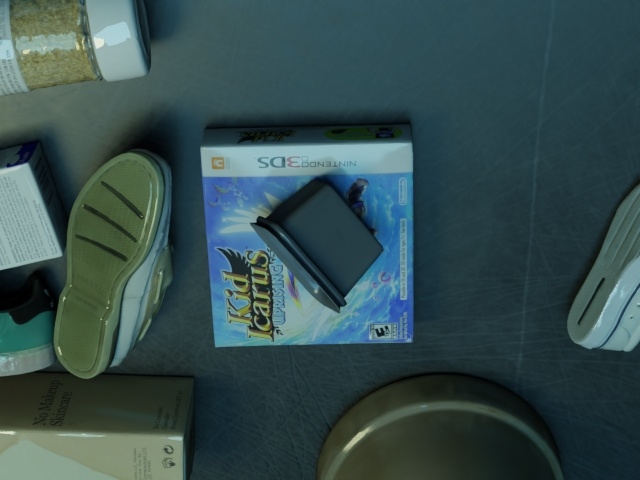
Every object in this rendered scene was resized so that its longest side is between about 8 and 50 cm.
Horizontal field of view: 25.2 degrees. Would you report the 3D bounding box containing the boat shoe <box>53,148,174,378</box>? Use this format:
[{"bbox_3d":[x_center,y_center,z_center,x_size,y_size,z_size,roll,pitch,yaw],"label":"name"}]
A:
[{"bbox_3d":[-0.231,0.018,1.683,0.113,0.103,0.302,35,121,20],"label":"boat shoe"}]

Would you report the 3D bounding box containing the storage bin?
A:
[{"bbox_3d":[0.000,0.000,1.617,0.091,0.098,0.135,-44,111,-10],"label":"storage bin"}]

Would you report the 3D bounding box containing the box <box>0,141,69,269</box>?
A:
[{"bbox_3d":[-0.379,-0.035,1.676,0.137,0.072,0.126,-12,116,6],"label":"box"}]

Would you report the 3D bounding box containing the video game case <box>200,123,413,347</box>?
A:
[{"bbox_3d":[-0.012,-0.002,1.694,0.244,0.061,0.270,-1,117,3],"label":"video game case"}]

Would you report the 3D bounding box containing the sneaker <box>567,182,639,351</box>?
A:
[{"bbox_3d":[0.387,0.022,1.695,0.091,0.094,0.258,13,122,-26],"label":"sneaker"}]

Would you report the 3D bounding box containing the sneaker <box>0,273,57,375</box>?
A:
[{"bbox_3d":[-0.464,0.105,1.701,0.302,0.108,0.121,-8,109,-26],"label":"sneaker"}]

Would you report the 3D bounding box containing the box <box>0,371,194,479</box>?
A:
[{"bbox_3d":[-0.316,0.250,1.778,0.311,0.148,0.121,1,115,-1],"label":"box"}]

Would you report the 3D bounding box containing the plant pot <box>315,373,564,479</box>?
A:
[{"bbox_3d":[0.156,0.369,1.749,0.323,0.280,0.323,0,115,-1],"label":"plant pot"}]

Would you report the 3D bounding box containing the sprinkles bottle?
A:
[{"bbox_3d":[-0.367,-0.213,1.549,0.355,0.121,0.121,-8,116,1],"label":"sprinkles bottle"}]
